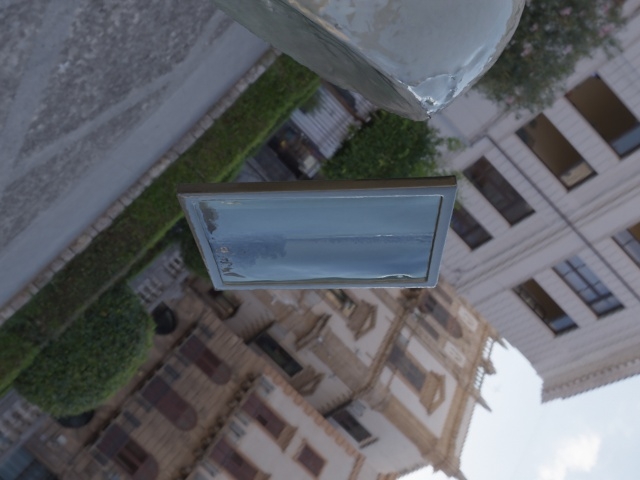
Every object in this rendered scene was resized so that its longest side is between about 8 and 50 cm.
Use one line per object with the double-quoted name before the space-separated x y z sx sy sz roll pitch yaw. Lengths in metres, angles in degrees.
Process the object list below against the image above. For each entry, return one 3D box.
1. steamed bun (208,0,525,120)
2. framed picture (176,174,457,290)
"steamed bun" 0.032 -0.265 0.570 0.206 0.324 0.324 -58 -175 6
"framed picture" 0.000 0.000 0.731 0.213 0.288 0.016 85 4 -57
